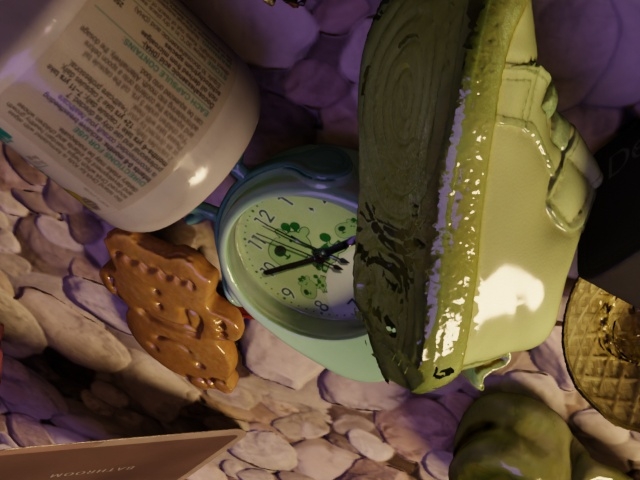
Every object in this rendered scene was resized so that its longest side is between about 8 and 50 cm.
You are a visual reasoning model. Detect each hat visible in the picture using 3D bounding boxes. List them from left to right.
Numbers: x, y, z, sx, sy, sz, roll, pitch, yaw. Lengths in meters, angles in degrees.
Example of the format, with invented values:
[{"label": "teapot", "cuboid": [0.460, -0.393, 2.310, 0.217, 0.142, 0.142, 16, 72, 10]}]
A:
[{"label": "hat", "cuboid": [0.224, 0.053, 0.716, 0.146, 0.067, 0.146, -1, 99, -6]}]

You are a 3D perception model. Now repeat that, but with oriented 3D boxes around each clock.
[{"label": "clock", "cuboid": [0.000, 0.000, 0.735, 0.211, 0.066, 0.159, 34, 130, -8]}]

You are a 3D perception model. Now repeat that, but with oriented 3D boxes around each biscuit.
[{"label": "biscuit", "cuboid": [-0.123, 0.059, 0.863, 0.133, 0.027, 0.184, 27, 144, 10]}]

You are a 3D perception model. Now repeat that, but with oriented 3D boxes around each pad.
[{"label": "pad", "cuboid": [-0.211, 0.212, 0.967, 0.266, 0.002, 0.176, 2, 150, -37]}]

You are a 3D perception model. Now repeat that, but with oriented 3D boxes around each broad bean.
[{"label": "broad bean", "cuboid": [0.192, 0.209, 0.871, 0.207, 0.072, 0.153, 40, 140, -20]}]

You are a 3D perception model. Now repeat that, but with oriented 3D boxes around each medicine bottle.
[{"label": "medicine bottle", "cuboid": [-0.150, -0.114, 0.624, 0.135, 0.135, 0.215, -24, 128, 37]}]

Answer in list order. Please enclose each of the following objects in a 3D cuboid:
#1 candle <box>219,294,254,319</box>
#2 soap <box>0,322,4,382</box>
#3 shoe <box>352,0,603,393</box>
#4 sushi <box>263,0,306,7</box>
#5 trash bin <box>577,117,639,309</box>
[{"label": "candle", "cuboid": [-0.009, 0.057, 0.835, 0.167, 0.021, 0.026, 4, 135, 19]}, {"label": "soap", "cuboid": [-0.420, 0.160, 0.962, 0.325, 0.220, 0.127, -21, 126, 37]}, {"label": "shoe", "cuboid": [0.079, -0.042, 0.604, 0.140, 0.128, 0.262, 21, 108, 53]}, {"label": "sushi", "cuboid": [-0.118, -0.229, 0.511, 0.287, 0.149, 0.140, 27, 110, -37]}, {"label": "trash bin", "cuboid": [0.288, -0.001, 0.597, 0.225, 0.115, 0.165, 30, 133, -15]}]
